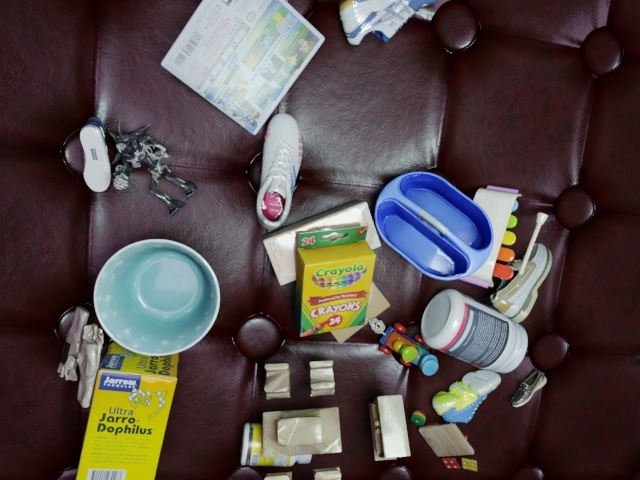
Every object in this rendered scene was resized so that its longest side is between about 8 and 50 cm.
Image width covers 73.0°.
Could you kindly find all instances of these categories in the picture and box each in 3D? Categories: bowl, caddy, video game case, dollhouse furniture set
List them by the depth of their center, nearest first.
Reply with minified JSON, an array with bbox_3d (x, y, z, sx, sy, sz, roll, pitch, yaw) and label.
[{"bbox_3d":[-0.200,-0.503,1.150,0.300,0.036,0.329,34,99,-25],"label":"video game case"},{"bbox_3d":[-0.431,0.139,1.190,0.312,0.163,0.311,-1,98,-9],"label":"bowl"},{"bbox_3d":[0.315,-0.038,1.227,0.341,0.179,0.241,40,89,14],"label":"caddy"},{"bbox_3d":[0.034,0.558,1.268,0.394,0.256,0.362,-4,63,-1],"label":"dollhouse furniture set"}]

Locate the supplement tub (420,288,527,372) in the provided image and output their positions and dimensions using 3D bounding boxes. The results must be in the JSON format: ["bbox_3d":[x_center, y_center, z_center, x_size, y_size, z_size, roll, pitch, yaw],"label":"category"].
[{"bbox_3d":[0.469,0.282,1.337,0.272,0.191,0.191,25,93,-11],"label":"supplement tub"}]

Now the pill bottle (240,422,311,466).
[{"bbox_3d":[-0.135,0.626,1.326,0.209,0.119,0.119,7,97,-10],"label":"pill bottle"}]

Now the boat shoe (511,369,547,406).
[{"bbox_3d":[0.702,0.503,1.478,0.152,0.056,0.049,-39,97,-12],"label":"boat shoe"}]

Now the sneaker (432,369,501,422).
[{"bbox_3d":[0.492,0.524,1.437,0.240,0.091,0.126,-24,113,2],"label":"sneaker"}]

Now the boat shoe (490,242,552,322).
[{"bbox_3d":[0.623,0.107,1.341,0.103,0.113,0.302,34,57,6],"label":"boat shoe"}]

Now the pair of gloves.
[{"bbox_3d":[-0.642,0.303,1.152,0.042,0.240,0.204,11,96,-44],"label":"pair of gloves"}]

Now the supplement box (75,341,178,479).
[{"bbox_3d":[-0.528,0.493,1.198,0.195,0.194,0.356,12,96,-19],"label":"supplement box"}]

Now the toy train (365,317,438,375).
[{"bbox_3d":[0.238,0.318,1.319,0.248,0.143,0.105,32,91,-19],"label":"toy train"}]

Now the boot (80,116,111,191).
[{"bbox_3d":[-0.599,-0.231,1.167,0.069,0.086,0.190,3,125,-17],"label":"boot"}]

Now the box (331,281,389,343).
[{"bbox_3d":[0.092,0.201,1.354,0.201,0.021,0.164,-37,102,-2],"label":"box"}]

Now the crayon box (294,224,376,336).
[{"bbox_3d":[0.035,0.116,1.197,0.202,0.081,0.318,-8,127,-16],"label":"crayon box"}]

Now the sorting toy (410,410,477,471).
[{"bbox_3d":[0.421,0.652,1.426,0.132,0.046,0.274,-25,107,36],"label":"sorting toy"}]

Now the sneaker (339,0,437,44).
[{"bbox_3d":[0.199,-0.639,1.227,0.297,0.112,0.131,-16,117,-5],"label":"sneaker"}]

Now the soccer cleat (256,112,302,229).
[{"bbox_3d":[-0.110,-0.190,1.205,0.116,0.143,0.331,7,96,-10],"label":"soccer cleat"}]

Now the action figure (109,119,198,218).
[{"bbox_3d":[-0.462,-0.198,1.153,0.164,0.141,0.275,-42,104,10],"label":"action figure"}]

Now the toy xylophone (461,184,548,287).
[{"bbox_3d":[0.526,-0.009,1.299,0.081,0.236,0.322,21,95,-55],"label":"toy xylophone"}]

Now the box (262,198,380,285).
[{"bbox_3d":[0.000,0.000,1.260,0.311,0.121,0.148,-22,101,-5],"label":"box"}]
